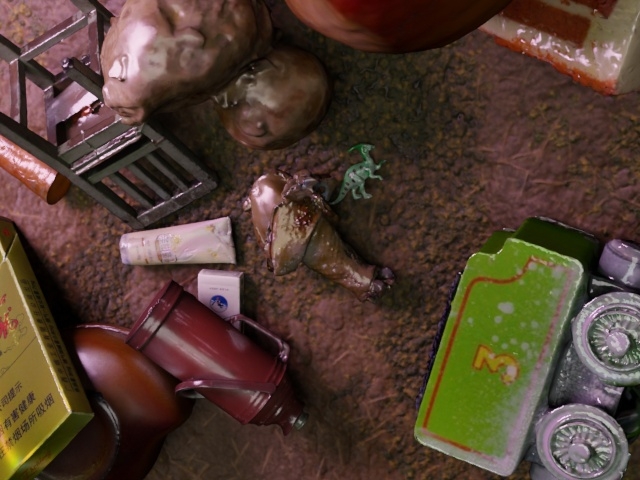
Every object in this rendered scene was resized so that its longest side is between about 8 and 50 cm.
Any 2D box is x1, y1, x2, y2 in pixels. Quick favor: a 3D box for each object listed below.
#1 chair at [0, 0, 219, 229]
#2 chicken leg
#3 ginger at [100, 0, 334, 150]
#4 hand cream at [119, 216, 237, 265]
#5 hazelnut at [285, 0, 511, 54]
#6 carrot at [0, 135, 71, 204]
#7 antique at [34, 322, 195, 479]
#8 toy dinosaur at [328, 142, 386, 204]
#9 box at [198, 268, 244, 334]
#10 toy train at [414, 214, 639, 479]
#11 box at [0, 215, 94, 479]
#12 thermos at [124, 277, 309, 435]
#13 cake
[{"bbox_3d":[-0.250,-0.152,1.360,0.136,0.147,0.270,-27,142,21],"label":"chair"},{"bbox_3d":[-0.007,0.003,1.367,0.125,0.080,0.196,-27,104,18],"label":"chicken leg"},{"bbox_3d":[-0.127,-0.272,1.246,0.256,0.176,0.375,-13,94,-27],"label":"ginger"},{"bbox_3d":[-0.172,0.008,1.428,0.143,0.039,0.061,-6,105,9],"label":"hand cream"},{"bbox_3d":[0.079,-0.354,1.087,0.365,0.366,0.366,3,107,11],"label":"hazelnut"},{"bbox_3d":[-0.400,-0.128,1.434,0.224,0.057,0.057,35,111,7],"label":"carrot"},{"bbox_3d":[-0.294,0.222,1.467,0.278,0.129,0.223,-18,102,19],"label":"antique"},{"bbox_3d":[0.037,-0.076,1.362,0.083,0.021,0.062,-15,103,14],"label":"toy dinosaur"},{"bbox_3d":[-0.121,0.078,1.442,0.054,0.024,0.083,5,108,13],"label":"box"},{"bbox_3d":[0.252,0.123,1.304,0.249,0.173,0.307,21,110,15],"label":"toy train"},{"bbox_3d":[-0.385,0.136,1.414,0.173,0.043,0.311,-45,56,21],"label":"box"},{"bbox_3d":[-0.109,0.146,1.401,0.232,0.099,0.124,36,68,-9],"label":"thermos"},{"bbox_3d":[0.240,-0.250,1.192,0.262,0.159,0.158,16,112,9],"label":"cake"}]
